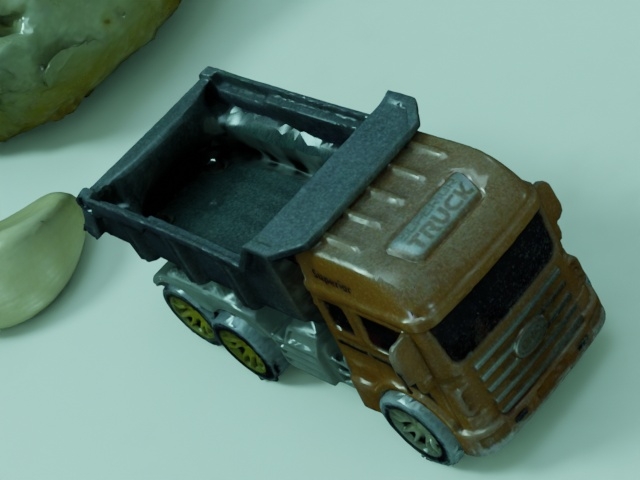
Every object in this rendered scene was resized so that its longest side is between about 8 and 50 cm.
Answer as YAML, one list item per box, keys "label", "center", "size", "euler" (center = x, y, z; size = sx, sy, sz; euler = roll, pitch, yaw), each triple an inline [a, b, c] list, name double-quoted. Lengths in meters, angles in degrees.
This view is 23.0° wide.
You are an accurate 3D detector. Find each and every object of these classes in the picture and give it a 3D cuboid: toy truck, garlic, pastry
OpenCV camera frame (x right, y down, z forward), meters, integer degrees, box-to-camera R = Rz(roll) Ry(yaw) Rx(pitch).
- label: "toy truck"
  center: [0.000, 0.000, 0.553]
  size: [0.192, 0.092, 0.083]
  euler: [22, 61, 44]
- label: "garlic"
  center: [-0.132, 0.010, 0.670]
  size: [0.083, 0.041, 0.053]
  euler: [-37, 26, -20]
- label: "pastry"
  center: [-0.173, -0.154, 0.802]
  size: [0.257, 0.121, 0.236]
  euler: [-1, 47, 33]
